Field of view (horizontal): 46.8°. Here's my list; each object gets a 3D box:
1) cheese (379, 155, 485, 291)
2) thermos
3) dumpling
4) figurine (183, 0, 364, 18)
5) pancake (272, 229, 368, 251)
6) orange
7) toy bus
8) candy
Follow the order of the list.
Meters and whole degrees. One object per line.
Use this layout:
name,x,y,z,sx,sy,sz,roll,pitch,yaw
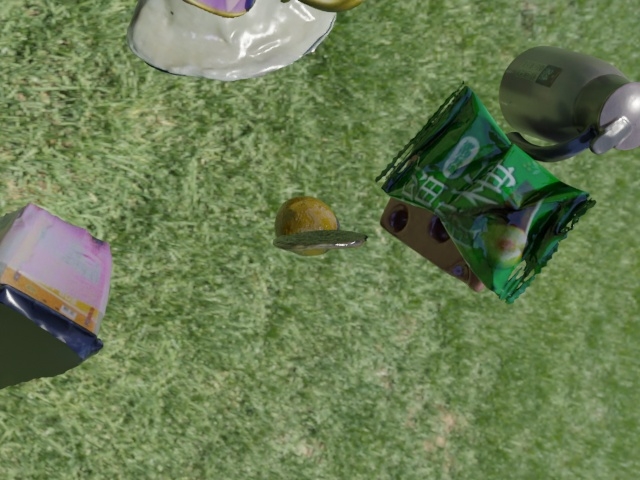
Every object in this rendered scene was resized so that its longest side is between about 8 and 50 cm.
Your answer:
cheese,0.216,-0.019,0.965,0.177,0.203,0.128,13,106,-40
thermos,0.265,-0.135,0.787,0.137,0.193,0.105,-35,114,1
dumpling,-0.128,-0.413,1.211,0.395,0.315,0.233,-55,171,-22
figurine,0.006,-0.239,0.387,0.189,0.263,0.142,50,36,-7
pancake,0.000,-0.001,0.845,0.115,0.115,0.011,-14,106,-47
orange,-0.018,-0.018,1.029,0.085,0.095,0.085,-47,154,-32
toy bus,-0.441,0.090,0.961,0.171,0.386,0.162,45,40,-35
candy,0.164,-0.048,0.759,0.141,0.203,0.078,-46,156,11
